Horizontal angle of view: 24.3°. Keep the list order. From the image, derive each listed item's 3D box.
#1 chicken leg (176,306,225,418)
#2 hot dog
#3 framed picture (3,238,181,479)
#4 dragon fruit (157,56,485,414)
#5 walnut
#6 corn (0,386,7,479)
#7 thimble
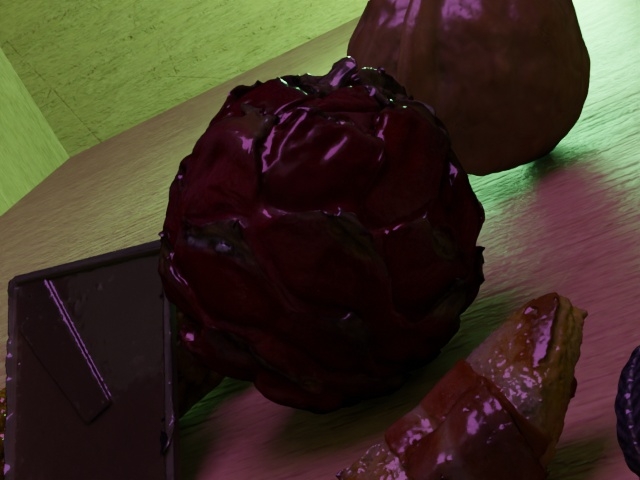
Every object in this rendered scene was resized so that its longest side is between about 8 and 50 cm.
[{"bbox_3d":[-0.146,0.088,1.707,0.295,0.182,0.409,-30,0,14],"label":"chicken leg"},{"bbox_3d":[0.112,0.155,1.086,0.261,0.093,0.123,-44,21,9],"label":"hot dog"},{"bbox_3d":[-0.233,0.146,1.497,0.209,0.019,0.281,-12,66,23],"label":"framed picture"},{"bbox_3d":[0.002,0.002,1.388,0.329,0.329,0.329,-28,15,8],"label":"dragon fruit"},{"bbox_3d":[0.177,-0.213,1.797,0.296,0.285,0.285,5,32,29],"label":"walnut"},{"bbox_3d":[-0.397,0.281,1.605,0.120,0.120,0.363,-18,19,40],"label":"corn"},{"bbox_3d":[0.242,0.114,0.970,0.066,0.095,0.104,-29,47,46],"label":"thimble"}]
